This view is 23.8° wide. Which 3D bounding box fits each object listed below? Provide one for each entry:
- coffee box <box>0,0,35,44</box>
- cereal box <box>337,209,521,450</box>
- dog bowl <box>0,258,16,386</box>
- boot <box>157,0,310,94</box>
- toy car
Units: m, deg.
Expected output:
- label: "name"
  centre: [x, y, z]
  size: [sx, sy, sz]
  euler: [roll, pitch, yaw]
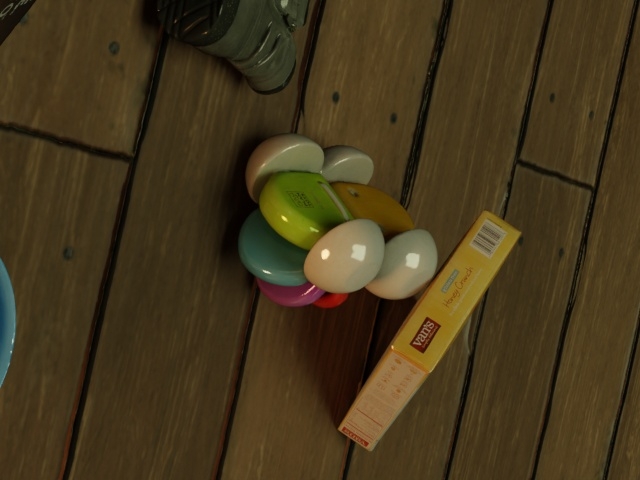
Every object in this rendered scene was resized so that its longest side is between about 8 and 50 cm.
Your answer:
- label: "coffee box"
  centre: [-0.256, -0.129, 0.833]
  size: [0.119, 0.297, 0.168]
  euler: [46, 29, -1]
- label: "cereal box"
  centre: [0.099, 0.090, 1.444]
  size: [0.173, 0.047, 0.240]
  euler: [-55, 175, -26]
- label: "dog bowl"
  centre: [-0.337, 0.072, 0.989]
  size: [0.297, 0.074, 0.165]
  euler: [-14, 110, -48]
- label: "boot"
  centre: [-0.054, -0.256, 1.268]
  size: [0.161, 0.083, 0.246]
  euler: [20, 83, -64]
- label: "toy car"
  centre: [0.000, 0.000, 1.353]
  size: [0.182, 0.159, 0.136]
  euler: [8, 129, -52]
